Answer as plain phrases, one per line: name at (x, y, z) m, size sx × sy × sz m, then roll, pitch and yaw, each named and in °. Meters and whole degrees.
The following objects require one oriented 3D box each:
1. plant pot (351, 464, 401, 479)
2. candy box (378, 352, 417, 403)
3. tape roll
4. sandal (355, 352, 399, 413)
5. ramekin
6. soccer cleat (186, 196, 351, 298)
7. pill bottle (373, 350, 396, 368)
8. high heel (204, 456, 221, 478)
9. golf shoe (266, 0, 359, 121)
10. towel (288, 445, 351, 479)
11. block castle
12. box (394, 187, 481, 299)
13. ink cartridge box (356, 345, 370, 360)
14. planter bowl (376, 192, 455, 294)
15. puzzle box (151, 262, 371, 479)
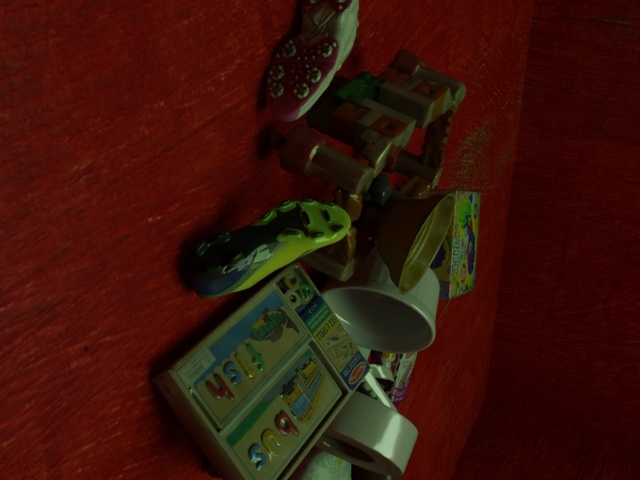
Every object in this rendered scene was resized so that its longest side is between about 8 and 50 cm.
plant pot at (0.163, 0.655, 2.131) m, size 0.167 × 0.167 × 0.165 m, roll -23°, pitch 116°, yaw -61°
candy box at (0.234, 0.375, 2.216) m, size 0.159 × 0.071 × 0.233 m, roll 17°, pitch 87°, yaw -65°
tape roll at (0.071, 0.425, 1.637) m, size 0.100 × 0.286 × 0.286 m, roll -65°, pitch 154°, yaw -24°
sandal at (0.109, 0.298, 1.667) m, size 0.102 × 0.169 × 0.416 m, roll -43°, pitch 126°, yaw -17°
ramekin at (0.135, 0.129, 1.632) m, size 0.277 × 0.277 × 0.135 m, roll 71°, pitch 33°, yaw -51°
soccer cleat at (-0.085, 0.013, 1.192) m, size 0.289 × 0.093 × 0.121 m, roll -21°, pitch 153°, yaw -22°
pill bottle at (0.189, 0.310, 2.088) m, size 0.065 × 0.065 × 0.116 m, roll -9°, pitch 110°, yaw -64°
high heel at (-0.063, 0.299, 1.372) m, size 0.127 × 0.181 × 0.377 m, roll 43°, pitch 57°, yaw -17°
golf shoe at (0.001, -0.323, 1.278) m, size 0.306 × 0.115 × 0.140 m, roll -66°, pitch 158°, yaw -17°
towel at (-0.019, 0.687, 1.823) m, size 0.320 × 0.090 × 0.374 m, roll -55°, pitch 148°, yaw -40°
block castle at (0.080, -0.164, 1.427) m, size 0.453 × 0.213 × 0.303 m, roll -43°, pitch 153°, yaw -40°
box at (0.323, 0.002, 2.026) m, size 0.279 × 0.177 × 0.290 m, roll -6°, pitch 100°, yaw -64°
ink cartridge box at (0.102, 0.193, 1.858) m, size 0.223 × 0.045 × 0.224 m, roll -67°, pitch 153°, yaw -21°
planter bowl at (0.170, -0.011, 1.399) m, size 0.217 × 0.090 × 0.217 m, roll -49°, pitch 156°, yaw -32°
puzzle box at (-0.081, 0.236, 1.284) m, size 0.272 × 0.052 × 0.409 m, roll 56°, pitch 38°, yaw -6°
